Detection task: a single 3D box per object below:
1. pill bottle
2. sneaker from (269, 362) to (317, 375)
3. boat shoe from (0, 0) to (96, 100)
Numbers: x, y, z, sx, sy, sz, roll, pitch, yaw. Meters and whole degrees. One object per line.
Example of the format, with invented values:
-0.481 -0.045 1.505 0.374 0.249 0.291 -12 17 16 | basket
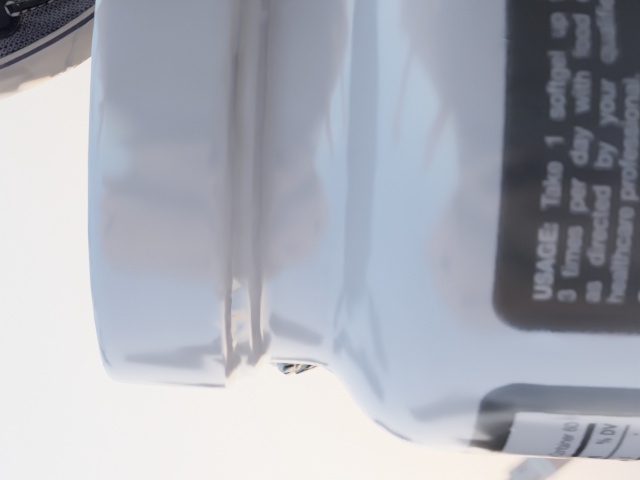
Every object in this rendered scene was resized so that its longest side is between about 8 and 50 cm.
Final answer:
0.113 -0.031 0.547 0.210 0.362 0.210 -177 90 -90 | pill bottle
0.000 0.000 1.576 0.118 0.279 0.107 43 -156 25 | sneaker
-0.282 -0.182 1.186 0.127 0.340 0.158 30 143 40 | boat shoe
